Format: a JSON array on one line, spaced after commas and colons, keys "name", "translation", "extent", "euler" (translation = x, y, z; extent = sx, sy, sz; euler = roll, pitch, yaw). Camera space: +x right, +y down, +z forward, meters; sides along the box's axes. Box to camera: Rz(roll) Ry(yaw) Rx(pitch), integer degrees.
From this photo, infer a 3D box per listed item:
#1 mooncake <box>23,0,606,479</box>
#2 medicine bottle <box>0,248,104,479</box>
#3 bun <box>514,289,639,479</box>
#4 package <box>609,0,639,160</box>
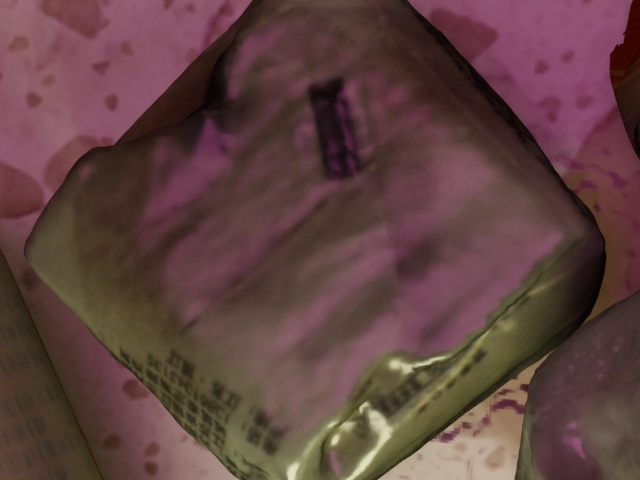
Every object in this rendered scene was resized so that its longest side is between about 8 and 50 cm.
[{"name": "mooncake", "translation": [0.002, 0.001, 0.857], "extent": [0.250, 0.136, 0.254], "euler": [-44, 75, 8]}, {"name": "medicine bottle", "translation": [-0.216, 0.182, 0.869], "extent": [0.213, 0.213, 0.379], "euler": [-26, 83, 12]}, {"name": "bun", "translation": [0.229, 0.176, 0.713], "extent": [0.354, 0.194, 0.354], "euler": [24, 132, 29]}, {"name": "package", "translation": [0.246, -0.033, 0.769], "extent": [0.108, 0.223, 0.288], "euler": [-26, 80, -22]}]
